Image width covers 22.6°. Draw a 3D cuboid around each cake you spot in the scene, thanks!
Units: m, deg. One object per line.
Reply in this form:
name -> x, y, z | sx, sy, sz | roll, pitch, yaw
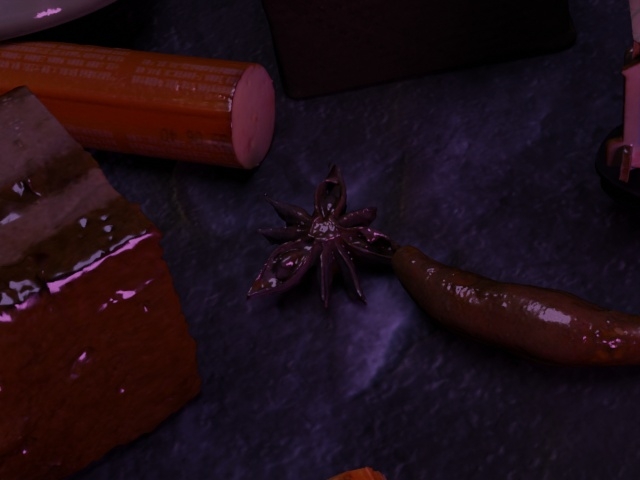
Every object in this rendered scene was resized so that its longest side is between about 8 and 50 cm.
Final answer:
cake -> -0.242, 0.020, 1.192 | 0.198, 0.196, 0.293 | -30, 49, -14

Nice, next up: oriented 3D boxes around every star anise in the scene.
star anise -> -0.006, 0.009, 1.249 | 0.129, 0.056, 0.124 | -36, 69, -17

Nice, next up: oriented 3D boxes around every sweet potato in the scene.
sweet potato -> 0.166, 0.058, 1.164 | 0.255, 0.058, 0.078 | 11, 29, 17

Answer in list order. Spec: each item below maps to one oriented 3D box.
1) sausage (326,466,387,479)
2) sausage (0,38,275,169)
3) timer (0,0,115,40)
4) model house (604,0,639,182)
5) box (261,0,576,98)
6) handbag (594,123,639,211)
sausage -> 0.060, 0.247, 0.994 | 0.071, 0.071, 0.234 | -23, 47, -10
sausage -> -0.198, -0.125, 1.398 | 0.312, 0.093, 0.093 | 9, 49, 21
timer -> -0.321, -0.365, 1.452 | 0.290, 0.315, 0.291 | -9, 27, 4
model house -> 0.362, -0.150, 1.101 | 0.326, 0.244, 0.169 | 0, 49, 8
box -> 0.078, -0.256, 1.427 | 0.273, 0.143, 0.184 | -11, 46, 3
handbag -> 0.379, -0.100, 1.253 | 0.332, 0.075, 0.191 | -38, 52, -24
